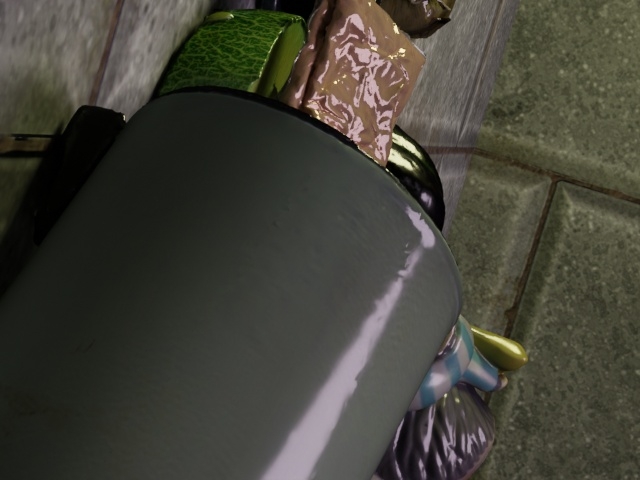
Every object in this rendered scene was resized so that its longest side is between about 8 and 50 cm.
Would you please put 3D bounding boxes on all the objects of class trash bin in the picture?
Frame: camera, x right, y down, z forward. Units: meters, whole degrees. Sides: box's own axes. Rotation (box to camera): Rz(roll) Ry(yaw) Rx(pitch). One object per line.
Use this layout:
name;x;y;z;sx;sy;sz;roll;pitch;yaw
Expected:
trash bin;-0.074;0.087;0.798;0.263;0.277;0.217;-58;163;-28

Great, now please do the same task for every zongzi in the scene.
zongzi;0.098;-0.291;1.453;0.194;0.099;0.197;-49;157;-80

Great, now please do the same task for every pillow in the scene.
pillow;0.002;-0.062;1.050;0.126;0.043;0.233;44;64;-48

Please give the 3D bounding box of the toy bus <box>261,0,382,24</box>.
toy bus;0.003;-0.218;1.157;0.160;0.079;0.092;89;21;-56

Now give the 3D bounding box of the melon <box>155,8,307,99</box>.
melon;-0.058;-0.109;1.076;0.209;0.064;0.118;-5;112;-81

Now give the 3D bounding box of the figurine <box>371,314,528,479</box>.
figurine;0.055;0.242;1.714;0.361;0.266;0.378;47;61;-72

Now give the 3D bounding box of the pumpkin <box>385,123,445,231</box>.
pumpkin;0.000;0.000;1.198;0.220;0.161;0.220;-60;-170;17
